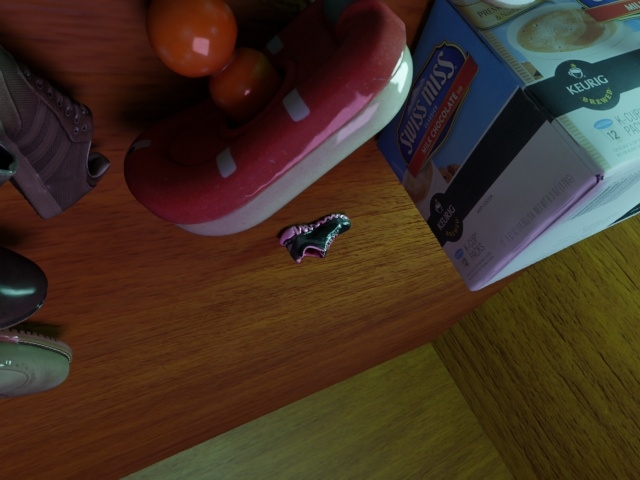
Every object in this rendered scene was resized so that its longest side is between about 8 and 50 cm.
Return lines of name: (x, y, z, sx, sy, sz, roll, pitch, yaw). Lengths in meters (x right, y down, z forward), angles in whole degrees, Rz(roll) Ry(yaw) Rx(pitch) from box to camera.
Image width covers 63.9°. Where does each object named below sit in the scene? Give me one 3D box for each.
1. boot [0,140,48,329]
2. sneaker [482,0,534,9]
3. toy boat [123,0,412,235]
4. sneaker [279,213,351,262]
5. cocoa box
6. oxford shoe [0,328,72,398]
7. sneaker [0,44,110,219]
boot: (-0.256, -0.002, 0.339, 0.206, 0.090, 0.248, -21, 155, 27)
sneaker: (0.176, -0.242, 0.301, 0.282, 0.099, 0.153, -39, -177, -37)
toy boat: (-0.060, -0.114, 0.370, 0.231, 0.151, 0.151, -37, 127, 15)
sneaker: (0.000, 0.000, 0.758, 0.119, 0.057, 0.047, -19, 154, -28)
cocoa box: (0.282, -0.140, 0.573, 0.347, 0.228, 0.231, -21, 158, -21)
oxford shoe: (-0.412, 0.171, 0.514, 0.123, 0.130, 0.348, -41, 156, 25)
sneaker: (-0.195, -0.088, 0.341, 0.071, 0.066, 0.188, -42, 167, -25)
